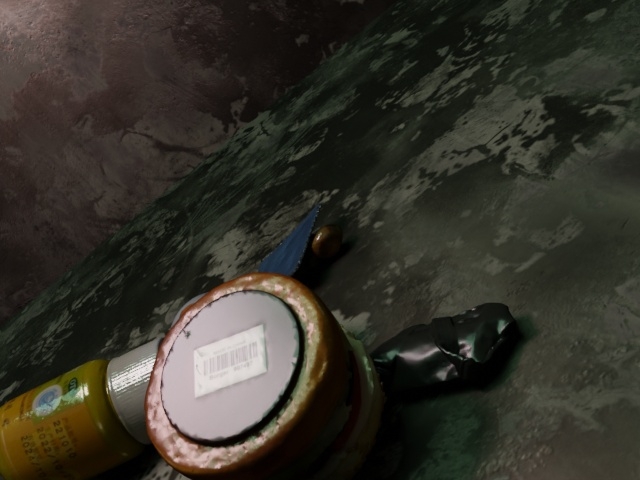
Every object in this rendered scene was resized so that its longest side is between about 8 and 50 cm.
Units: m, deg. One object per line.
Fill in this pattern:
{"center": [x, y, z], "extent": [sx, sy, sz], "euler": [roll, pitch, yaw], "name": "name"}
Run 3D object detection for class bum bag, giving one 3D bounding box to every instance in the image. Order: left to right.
{"center": [0.155, 0.184, 1.250], "extent": [0.326, 0.080, 0.142], "euler": [-27, 22, 33], "name": "bum bag"}

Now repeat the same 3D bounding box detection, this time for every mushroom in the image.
{"center": [0.010, 0.006, 1.827], "extent": [0.088, 0.073, 0.129], "euler": [-60, 12, -15], "name": "mushroom"}

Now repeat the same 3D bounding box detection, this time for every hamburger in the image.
{"center": [-0.079, 0.233, 1.185], "extent": [0.330, 0.250, 0.330], "euler": [-16, 53, 23], "name": "hamburger"}

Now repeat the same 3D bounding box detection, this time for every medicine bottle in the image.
{"center": [-0.455, 0.362, 1.640], "extent": [0.384, 0.224, 0.224], "euler": [-25, 24, 6], "name": "medicine bottle"}

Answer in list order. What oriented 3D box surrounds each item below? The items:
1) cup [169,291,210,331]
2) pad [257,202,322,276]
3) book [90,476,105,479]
{"center": [-0.152, 0.199, 1.532], "extent": [0.317, 0.212, 0.212], "euler": [-8, 38, 54], "name": "cup"}
{"center": [-0.099, 0.059, 1.881], "extent": [0.269, 0.012, 0.270], "euler": [-43, 17, 35], "name": "pad"}
{"center": [-0.448, 0.582, 1.496], "extent": [0.379, 0.031, 0.264], "euler": [-6, 39, 54], "name": "book"}
